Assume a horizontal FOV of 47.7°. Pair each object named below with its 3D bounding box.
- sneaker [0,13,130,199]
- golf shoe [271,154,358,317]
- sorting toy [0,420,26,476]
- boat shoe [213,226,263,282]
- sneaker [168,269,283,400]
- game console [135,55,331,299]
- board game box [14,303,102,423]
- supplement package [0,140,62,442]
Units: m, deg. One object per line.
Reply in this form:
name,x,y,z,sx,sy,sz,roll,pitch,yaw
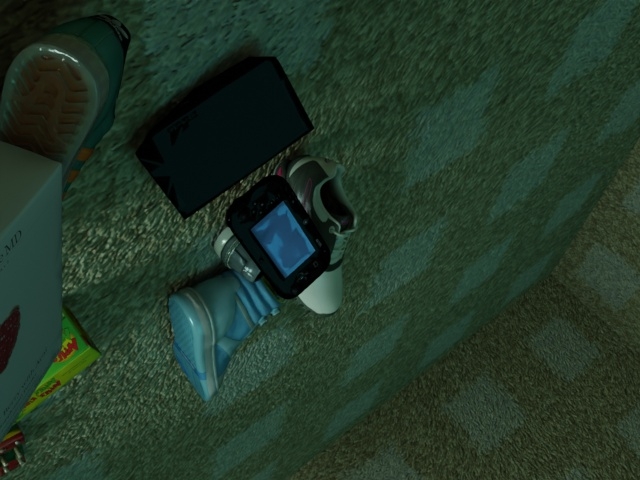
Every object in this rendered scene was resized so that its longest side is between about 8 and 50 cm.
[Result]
sneaker,-0.272,-0.099,0.721,0.302,0.108,0.121,-40,-164,36
golf shoe,0.000,0.000,1.146,0.105,0.120,0.272,-28,112,-43
sorting toy,-0.526,0.344,1.138,0.132,0.046,0.274,-26,152,-34
boat shoe,-0.039,0.003,1.268,0.320,0.099,0.116,-15,144,-47
sneaker,-0.157,0.163,1.321,0.208,0.127,0.319,-30,154,-26
game console,-0.077,-0.063,0.994,0.213,0.044,0.361,-36,130,-5
board game box,-0.404,0.177,0.993,0.181,0.092,0.043,-39,157,-10
supplement package,-0.361,0.054,0.676,0.292,0.176,0.177,110,0,-45
